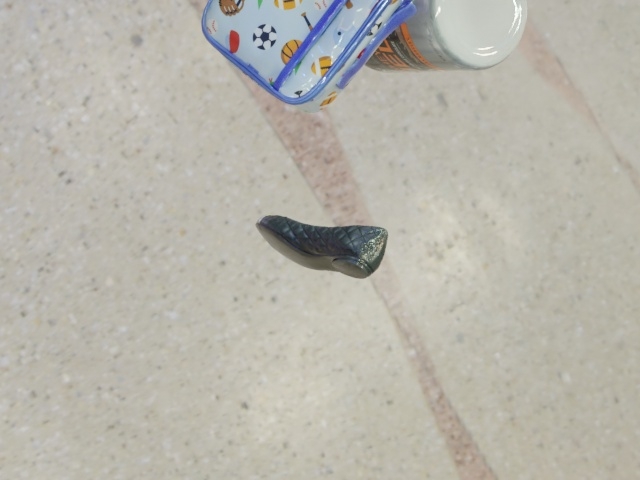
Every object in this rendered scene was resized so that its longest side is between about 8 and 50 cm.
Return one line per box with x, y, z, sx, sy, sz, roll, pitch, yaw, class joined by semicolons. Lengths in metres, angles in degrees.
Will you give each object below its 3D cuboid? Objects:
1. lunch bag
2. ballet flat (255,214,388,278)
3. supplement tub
-0.001;-0.344;1.532;0.243;0.303;0.115;41;9;18;lunch bag
0.000;0.000;1.084;0.049;0.173;0.057;-55;133;-19;ballet flat
0.168;-0.389;1.847;0.207;0.338;0.207;-5;99;-32;supplement tub
